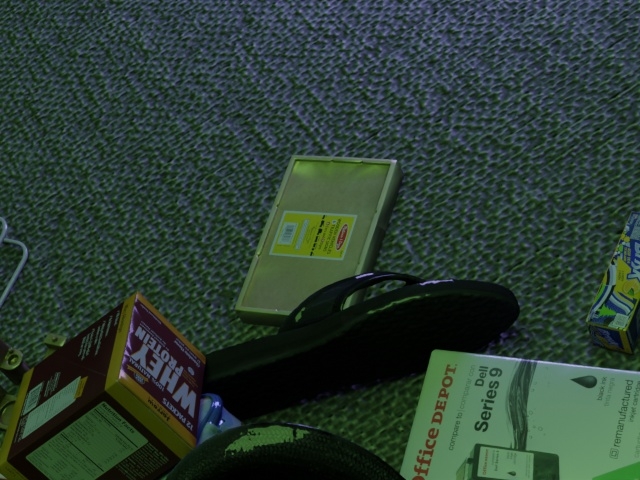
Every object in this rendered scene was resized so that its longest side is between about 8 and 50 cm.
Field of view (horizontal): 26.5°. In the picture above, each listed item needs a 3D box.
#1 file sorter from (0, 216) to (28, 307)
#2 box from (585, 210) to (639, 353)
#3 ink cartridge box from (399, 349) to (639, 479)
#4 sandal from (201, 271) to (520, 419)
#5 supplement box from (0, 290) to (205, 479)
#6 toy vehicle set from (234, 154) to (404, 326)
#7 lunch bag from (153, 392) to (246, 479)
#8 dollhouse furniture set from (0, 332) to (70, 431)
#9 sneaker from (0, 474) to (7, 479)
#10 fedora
[{"bbox_3d":[-0.580,-0.006,1.961,0.173,0.278,0.193,10,60,25],"label":"file sorter"},{"bbox_3d":[0.384,0.051,1.672,0.054,0.059,0.169,14,62,30],"label":"box"},{"bbox_3d":[0.248,0.254,1.541,0.289,0.121,0.211,4,59,24],"label":"ink cartridge box"},{"bbox_3d":[0.024,0.110,1.703,0.445,0.167,0.107,-16,56,11],"label":"sandal"},{"bbox_3d":[-0.254,0.201,1.607,0.194,0.129,0.191,-35,24,18],"label":"supplement box"},{"bbox_3d":[0.000,0.000,1.878,0.166,0.035,0.267,5,58,25],"label":"toy vehicle set"},{"bbox_3d":[-0.214,0.333,1.619,0.243,0.115,0.303,-17,35,42],"label":"lunch bag"},{"bbox_3d":[-0.392,0.184,1.845,0.151,0.123,0.144,11,61,28],"label":"dollhouse furniture set"},{"bbox_3d":[-0.480,0.325,1.824,0.185,0.070,0.084,13,53,22],"label":"sneaker"},{"bbox_3d":[-0.020,0.319,1.494,0.334,0.334,0.152,-17,19,9],"label":"fedora"}]
